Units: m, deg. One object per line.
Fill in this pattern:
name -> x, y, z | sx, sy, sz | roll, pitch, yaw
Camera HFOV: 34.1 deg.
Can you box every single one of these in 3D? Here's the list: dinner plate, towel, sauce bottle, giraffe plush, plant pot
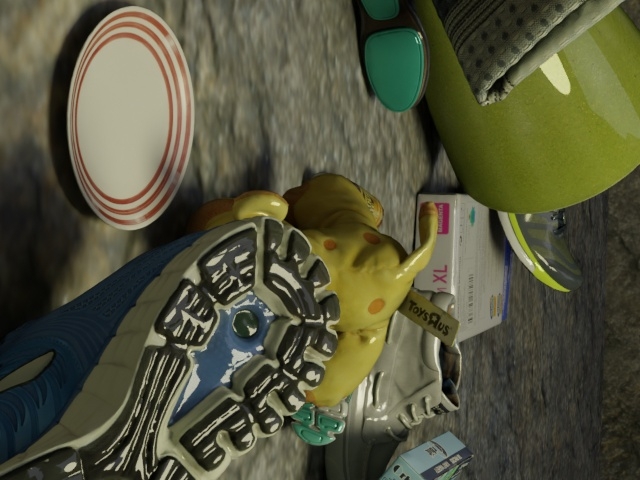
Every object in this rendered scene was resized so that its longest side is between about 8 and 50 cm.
dinner plate -> -0.122, -0.077, 0.664 | 0.141, 0.017, 0.141 | 5, 90, -68
towel -> 0.209, -0.327, 0.913 | 0.056, 0.324, 0.312 | 15, 46, -38
sauce bottle -> 0.024, -0.036, 0.992 | 0.128, 0.042, 0.042 | 22, 75, -66
giraffe plush -> -0.031, 0.029, 0.752 | 0.170, 0.210, 0.181 | 11, 88, -38
plant pot -> 0.215, -0.227, 1.167 | 0.293, 0.275, 0.274 | 51, 47, -39

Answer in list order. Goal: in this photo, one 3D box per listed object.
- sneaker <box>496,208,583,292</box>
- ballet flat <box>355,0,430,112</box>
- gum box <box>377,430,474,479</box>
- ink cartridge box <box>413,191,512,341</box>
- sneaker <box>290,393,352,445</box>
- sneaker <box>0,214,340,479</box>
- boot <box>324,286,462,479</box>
sneaker -> 0.291, -0.073, 1.382 | 0.300, 0.121, 0.111 | 66, 23, -5
ballet flat -> 0.070, -0.224, 1.027 | 0.203, 0.074, 0.074 | 71, 33, -40
gum box -> 0.060, 0.276, 1.027 | 0.184, 0.041, 0.157 | -51, 160, 14
ink cartridge box -> 0.197, 0.030, 1.396 | 0.311, 0.065, 0.185 | -4, 97, -65
sneaker -> 0.009, 0.114, 0.990 | 0.076, 0.065, 0.166 | 80, 25, -71
sneaker -> -0.132, 0.121, 0.534 | 0.330, 0.147, 0.129 | -47, 114, -25
boot -> 0.079, 0.171, 1.065 | 0.095, 0.123, 0.258 | -23, 116, -65
